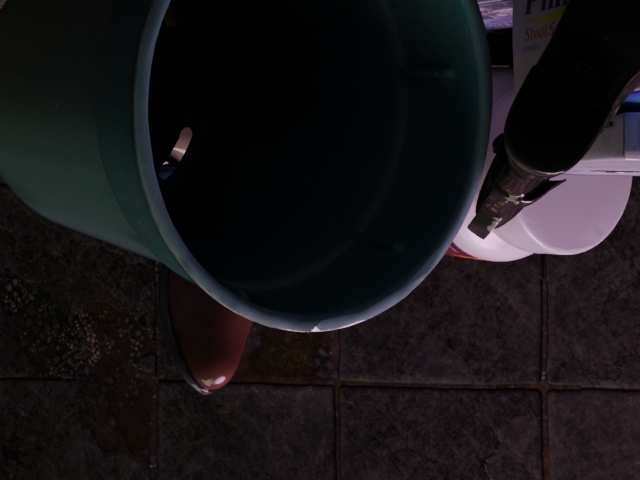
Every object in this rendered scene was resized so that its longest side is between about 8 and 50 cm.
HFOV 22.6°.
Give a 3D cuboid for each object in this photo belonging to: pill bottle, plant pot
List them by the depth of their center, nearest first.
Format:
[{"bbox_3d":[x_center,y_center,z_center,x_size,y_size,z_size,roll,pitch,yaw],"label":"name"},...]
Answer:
[{"bbox_3d":[-0.097,-0.116,1.316,0.341,0.341,0.334,1,-175,-40],"label":"plant pot"},{"bbox_3d":[0.164,-0.092,1.896,0.224,0.224,0.392,1,-176,-35],"label":"pill bottle"}]

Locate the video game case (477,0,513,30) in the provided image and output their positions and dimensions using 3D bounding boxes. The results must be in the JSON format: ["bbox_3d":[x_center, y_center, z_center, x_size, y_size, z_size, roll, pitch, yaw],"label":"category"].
[{"bbox_3d":[0.119,-0.242,1.604,0.196,0.026,0.274,-2,178,35],"label":"video game case"}]

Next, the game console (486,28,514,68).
[{"bbox_3d":[0.269,-0.222,1.932,0.213,0.044,0.361,1,177,3],"label":"game console"}]

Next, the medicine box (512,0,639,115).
[{"bbox_3d":[0.363,-0.188,1.437,0.289,0.149,0.263,0,178,-29],"label":"medicine box"}]

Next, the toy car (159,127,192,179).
[{"bbox_3d":[-0.140,-0.140,1.700,0.210,0.219,0.238,0,179,-18],"label":"toy car"}]

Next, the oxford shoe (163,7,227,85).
[{"bbox_3d":[-0.087,-0.162,1.546,0.212,0.076,0.076,36,-170,8],"label":"oxford shoe"}]

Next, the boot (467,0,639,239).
[{"bbox_3d":[0.207,-0.126,1.289,0.091,0.263,0.229,39,173,5],"label":"boot"}]

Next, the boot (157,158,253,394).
[{"bbox_3d":[0.000,0.000,1.439,0.280,0.264,0.096,-12,139,31],"label":"boot"}]

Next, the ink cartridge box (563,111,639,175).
[{"bbox_3d":[0.319,-0.088,1.494,0.223,0.045,0.224,1,179,-21],"label":"ink cartridge box"}]
